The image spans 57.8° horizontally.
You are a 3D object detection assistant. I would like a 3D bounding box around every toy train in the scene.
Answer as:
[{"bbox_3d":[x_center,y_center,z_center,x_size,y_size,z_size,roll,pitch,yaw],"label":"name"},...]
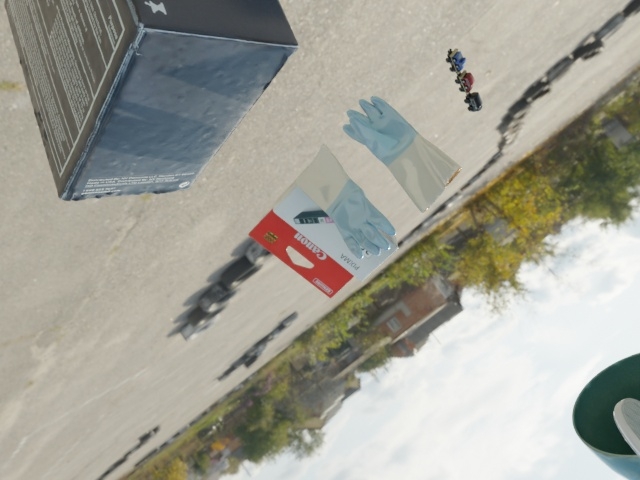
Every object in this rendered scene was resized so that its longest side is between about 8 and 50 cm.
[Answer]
[{"bbox_3d":[0.302,-0.331,1.207,0.036,0.158,0.027,14,-120,48],"label":"toy train"}]

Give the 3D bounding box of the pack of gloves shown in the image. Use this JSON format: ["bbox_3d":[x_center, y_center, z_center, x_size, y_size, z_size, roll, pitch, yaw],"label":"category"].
[{"bbox_3d":[0.062,-0.101,0.855,0.195,0.232,0.046,-50,141,15],"label":"pack of gloves"}]

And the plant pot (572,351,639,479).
[{"bbox_3d":[0.682,0.381,1.138,0.290,0.195,0.290,-36,-171,7],"label":"plant pot"}]

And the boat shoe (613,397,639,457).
[{"bbox_3d":[0.534,0.352,0.897,0.083,0.226,0.076,-27,157,-33],"label":"boat shoe"}]

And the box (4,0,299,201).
[{"bbox_3d":[-0.209,-0.246,0.654,0.182,0.296,0.294,-10,161,-39],"label":"box"}]

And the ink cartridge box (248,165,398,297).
[{"bbox_3d":[0.000,0.000,1.346,0.239,0.275,0.060,-45,-164,23],"label":"ink cartridge box"}]
